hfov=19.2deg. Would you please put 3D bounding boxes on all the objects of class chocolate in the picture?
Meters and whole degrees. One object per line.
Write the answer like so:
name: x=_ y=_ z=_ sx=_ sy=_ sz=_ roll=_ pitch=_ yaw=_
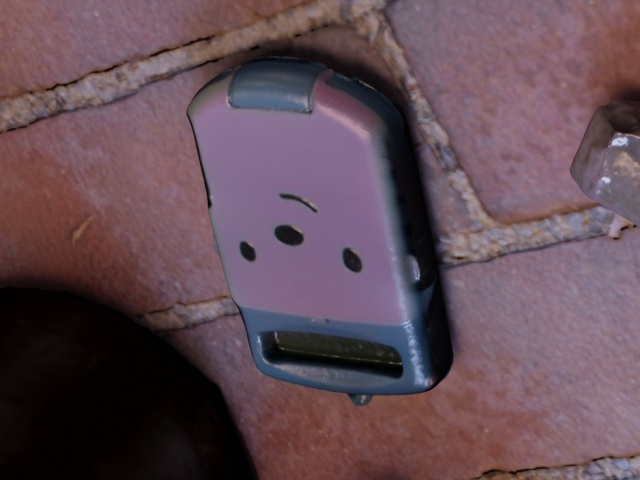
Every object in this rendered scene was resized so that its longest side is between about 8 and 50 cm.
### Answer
chocolate: x=-0.264 y=0.258 z=1.489 sx=0.384 sy=0.331 sz=0.383 roll=9 pitch=120 yaw=15

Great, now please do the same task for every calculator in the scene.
calculator: x=0.000 y=0.000 z=1.361 sx=0.173 sy=0.051 sz=0.293 roll=4 pitch=125 yaw=27

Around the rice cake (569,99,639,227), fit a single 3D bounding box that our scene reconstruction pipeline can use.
rice cake: x=0.319 y=0.028 z=1.185 sx=0.365 sy=0.056 sz=0.072 roll=34 pitch=134 yaw=5
